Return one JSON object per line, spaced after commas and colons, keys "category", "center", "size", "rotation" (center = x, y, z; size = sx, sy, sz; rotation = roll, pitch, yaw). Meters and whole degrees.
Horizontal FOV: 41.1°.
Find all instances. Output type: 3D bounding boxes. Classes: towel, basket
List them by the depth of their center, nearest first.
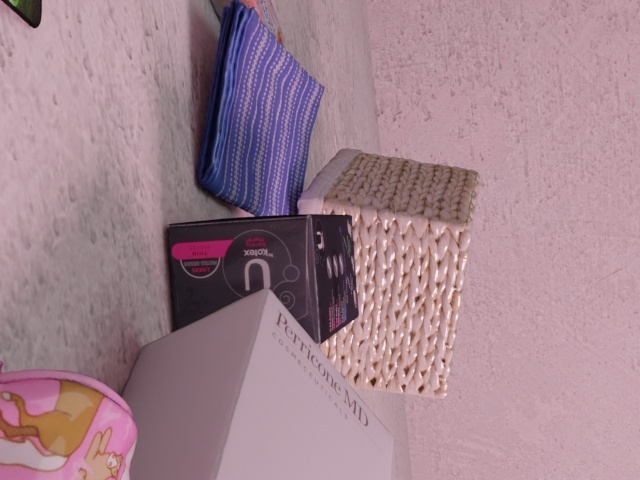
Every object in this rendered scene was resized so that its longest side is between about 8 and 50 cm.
{"category": "towel", "center": [-0.069, -0.154, 1.176], "size": [0.336, 0.040, 0.243], "rotation": [27, 71, -70]}
{"category": "basket", "center": [0.111, 0.046, 1.436], "size": [0.331, 0.266, 0.329], "rotation": [-59, 156, -67]}

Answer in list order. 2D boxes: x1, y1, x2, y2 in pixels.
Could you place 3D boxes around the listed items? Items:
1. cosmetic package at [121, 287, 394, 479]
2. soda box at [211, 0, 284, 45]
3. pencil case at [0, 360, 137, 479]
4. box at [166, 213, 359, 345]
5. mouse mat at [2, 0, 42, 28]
{"category": "cosmetic package", "center": [-0.076, 0.276, 0.663], "size": [0.230, 0.161, 0.453], "rotation": [51, 26, -25]}
{"category": "soda box", "center": [-0.102, -0.315, 1.187], "size": [0.183, 0.062, 0.058], "rotation": [66, 25, -59]}
{"category": "pencil case", "center": [-0.178, 0.249, 0.367], "size": [0.167, 0.160, 0.386], "rotation": [23, 57, -35]}
{"category": "box", "center": [-0.056, 0.042, 1.021], "size": [0.270, 0.165, 0.144], "rotation": [-8, 94, -79]}
{"category": "mouse mat", "center": [-0.223, -0.265, 0.612], "size": [0.152, 0.007, 0.190], "rotation": [69, 24, -86]}
